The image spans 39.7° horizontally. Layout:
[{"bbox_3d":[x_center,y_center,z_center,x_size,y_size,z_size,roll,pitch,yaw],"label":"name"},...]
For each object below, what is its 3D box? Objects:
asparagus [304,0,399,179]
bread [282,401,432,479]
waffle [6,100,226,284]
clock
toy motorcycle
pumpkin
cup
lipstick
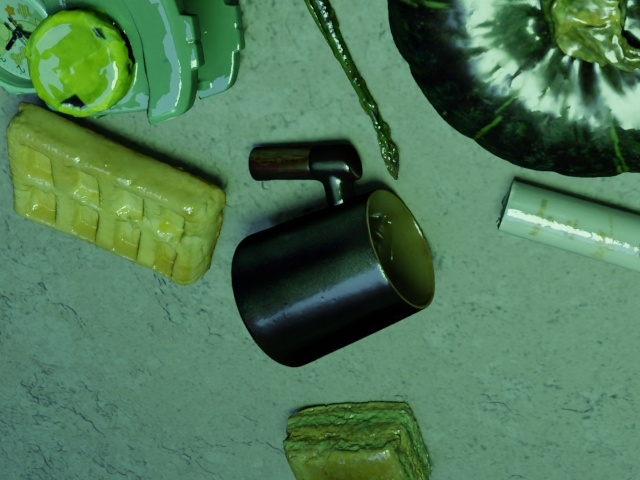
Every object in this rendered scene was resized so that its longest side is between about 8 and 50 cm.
[{"bbox_3d":[0.038,-0.163,0.922,0.023,0.022,0.233,-33,115,-11],"label":"asparagus"},{"bbox_3d":[0.047,0.307,1.236,0.196,0.102,0.138,-5,122,26],"label":"bread"},{"bbox_3d":[-0.254,-0.051,1.078,0.274,0.057,0.168,24,142,2],"label":"waffle"},{"bbox_3d":[-0.330,-0.232,0.979,0.188,0.060,0.148,44,128,-16],"label":"clock"},{"bbox_3d":[-0.163,-0.279,0.819,0.200,0.191,0.326,-1,109,11],"label":"toy motorcycle"},{"bbox_3d":[0.206,-0.207,0.677,0.323,0.241,0.323,13,126,18],"label":"pumpkin"},{"bbox_3d":[-0.002,0.013,0.983,0.177,0.166,0.239,-23,117,29],"label":"cup"},{"bbox_3d":[0.317,0.000,0.919,0.264,0.059,0.059,16,130,8],"label":"lipstick"}]
